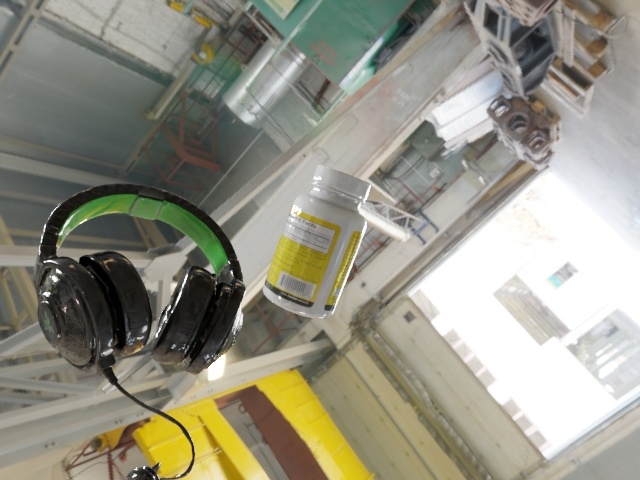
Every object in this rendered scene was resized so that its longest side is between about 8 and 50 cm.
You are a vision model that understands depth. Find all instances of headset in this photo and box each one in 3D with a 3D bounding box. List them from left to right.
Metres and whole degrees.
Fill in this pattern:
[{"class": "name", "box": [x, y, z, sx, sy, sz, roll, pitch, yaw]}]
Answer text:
[{"class": "headset", "box": [-0.218, 0.107, 0.566, 0.243, 0.185, 0.394, 11, -135, -33]}]

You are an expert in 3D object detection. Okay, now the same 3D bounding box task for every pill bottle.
[{"class": "pill bottle", "box": [0.000, 0.000, 0.386, 0.065, 0.116, 0.065, 21, -174, -2]}]
